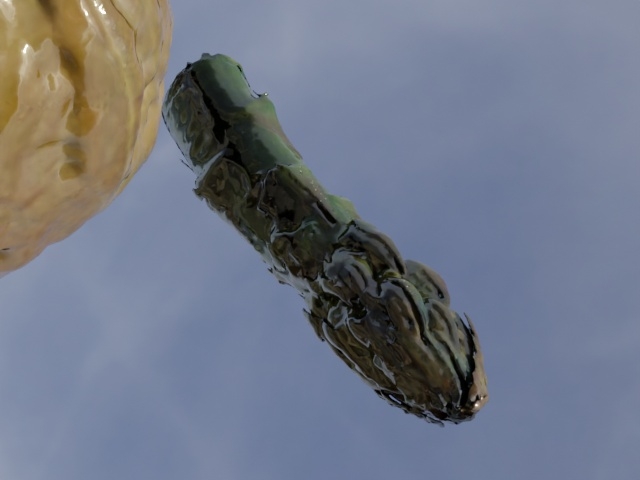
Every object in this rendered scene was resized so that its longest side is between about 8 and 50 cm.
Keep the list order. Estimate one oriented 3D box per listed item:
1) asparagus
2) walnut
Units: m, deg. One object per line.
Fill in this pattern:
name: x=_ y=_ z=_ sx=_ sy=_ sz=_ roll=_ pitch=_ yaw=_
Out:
asparagus: x=0.000 y=0.000 z=0.503 sx=0.036 sy=0.030 sz=0.165 roll=-37 pitch=-136 yaw=-6
walnut: x=-0.253 y=-0.143 z=1.340 sx=0.306 sy=0.306 sz=0.344 roll=40 pitch=-30 yaw=33
